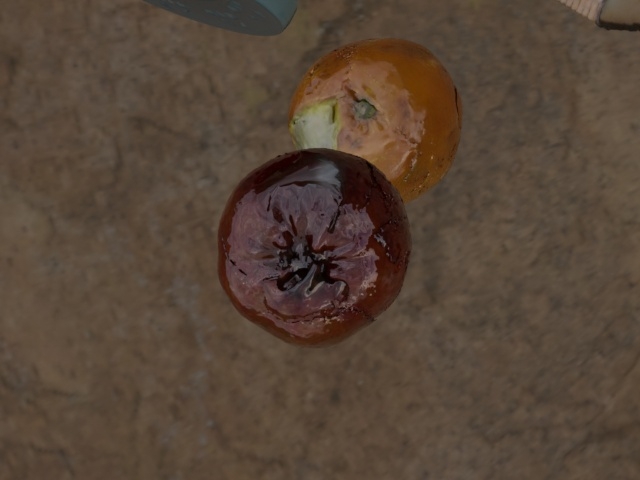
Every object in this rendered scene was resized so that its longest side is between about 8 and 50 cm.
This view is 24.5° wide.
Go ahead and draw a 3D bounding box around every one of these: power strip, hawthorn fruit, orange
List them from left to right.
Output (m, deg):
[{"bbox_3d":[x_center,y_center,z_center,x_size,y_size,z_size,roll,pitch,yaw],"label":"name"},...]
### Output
[{"bbox_3d":[-0.100,-0.202,1.126,0.216,0.137,0.044,16,84,43],"label":"power strip"},{"bbox_3d":[0.000,0.000,1.091,0.148,0.172,0.148,2,102,10],"label":"hawthorn fruit"},{"bbox_3d":[0.077,-0.161,2.025,0.240,0.240,0.240,8,106,30],"label":"orange"}]

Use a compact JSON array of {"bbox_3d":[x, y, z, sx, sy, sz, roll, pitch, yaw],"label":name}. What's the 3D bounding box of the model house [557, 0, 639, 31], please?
[{"bbox_3d":[0.328,-0.357,1.716,0.172,0.166,0.182,37,119,37],"label":"model house"}]
